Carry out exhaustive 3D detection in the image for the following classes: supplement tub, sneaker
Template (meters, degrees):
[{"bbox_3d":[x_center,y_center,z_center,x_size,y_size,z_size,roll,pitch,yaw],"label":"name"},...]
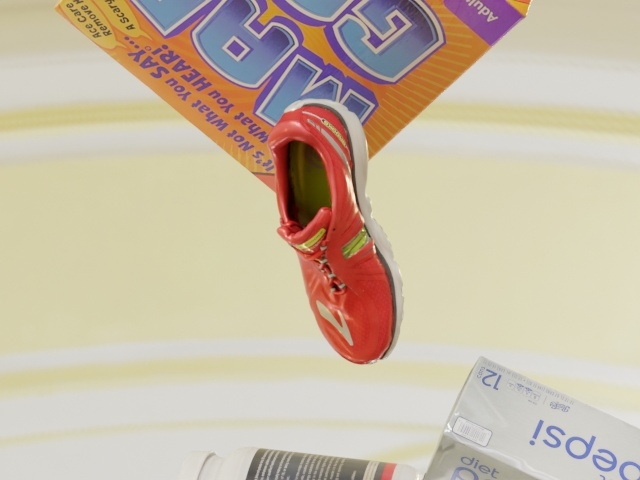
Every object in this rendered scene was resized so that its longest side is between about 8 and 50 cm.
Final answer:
[{"bbox_3d":[-0.024,0.337,2.006,0.191,0.272,0.191,6,-90,-81],"label":"supplement tub"},{"bbox_3d":[0.000,0.000,1.756,0.118,0.107,0.279,-32,-72,-61],"label":"sneaker"}]

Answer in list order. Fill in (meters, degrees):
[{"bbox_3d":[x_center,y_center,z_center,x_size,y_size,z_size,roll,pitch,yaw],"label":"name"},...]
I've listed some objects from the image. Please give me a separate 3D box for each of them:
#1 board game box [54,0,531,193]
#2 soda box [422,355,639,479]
[{"bbox_3d":[0.002,-0.324,1.907,0.356,0.356,0.356,-42,15,34],"label":"board game box"},{"bbox_3d":[0.234,0.210,1.454,0.098,0.286,0.091,106,-169,-53],"label":"soda box"}]
